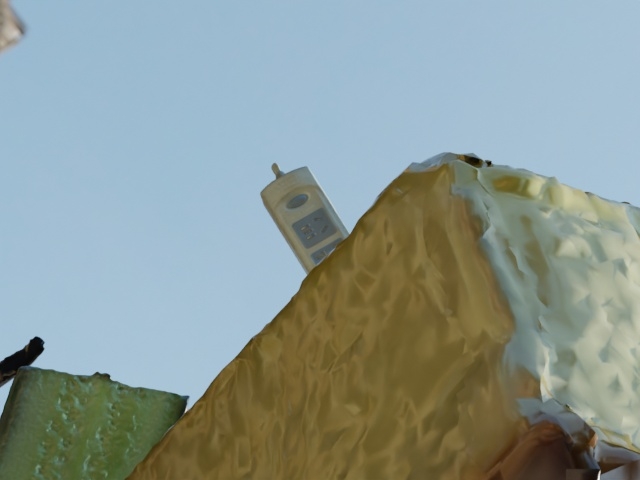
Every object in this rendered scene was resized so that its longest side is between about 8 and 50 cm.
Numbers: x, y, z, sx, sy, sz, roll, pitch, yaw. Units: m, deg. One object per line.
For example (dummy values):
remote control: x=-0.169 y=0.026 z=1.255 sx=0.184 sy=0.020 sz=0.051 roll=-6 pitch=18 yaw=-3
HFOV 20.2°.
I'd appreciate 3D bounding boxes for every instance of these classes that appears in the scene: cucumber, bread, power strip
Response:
cucumber: x=-0.158 y=0.143 z=1.181 sx=0.116 sy=0.115 sz=0.062 roll=19 pitch=-28 yaw=-4
bread: x=0.081 y=0.144 z=0.581 sx=0.333 sy=0.143 sz=0.323 roll=15 pitch=-48 yaw=-31
power strip: x=0.000 y=0.000 z=1.406 sx=0.191 sy=0.047 sz=0.030 roll=58 pitch=-4 yaw=40

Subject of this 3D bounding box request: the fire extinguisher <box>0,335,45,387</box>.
fire extinguisher: x=-0.372 y=0.096 z=1.292 sx=0.138 sy=0.344 sz=0.102 roll=-65 pitch=-145 yaw=36
